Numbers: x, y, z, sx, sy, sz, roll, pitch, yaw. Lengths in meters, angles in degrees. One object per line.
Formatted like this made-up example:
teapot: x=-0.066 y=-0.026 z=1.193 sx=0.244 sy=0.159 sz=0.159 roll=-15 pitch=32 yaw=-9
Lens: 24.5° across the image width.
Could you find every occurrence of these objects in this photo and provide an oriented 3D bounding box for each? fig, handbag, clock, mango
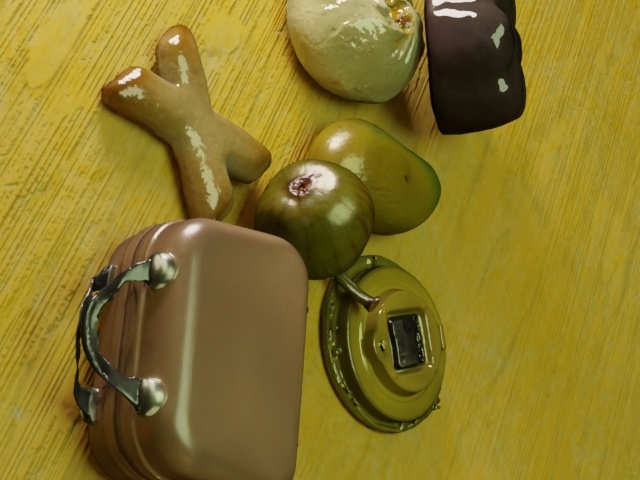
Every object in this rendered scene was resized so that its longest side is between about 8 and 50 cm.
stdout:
fig: x=0.003 y=-0.015 z=1.776 sx=0.186 sy=0.148 sz=0.142 roll=60 pitch=43 yaw=-67
handbag: x=-0.148 y=0.120 z=1.553 sx=0.283 sy=0.149 sz=0.302 roll=24 pitch=63 yaw=-45
clock: x=0.096 y=0.129 z=1.890 sx=0.237 sy=0.057 sz=0.237 roll=17 pitch=67 yaw=-46
mango: x=0.073 y=-0.073 z=1.900 sx=0.237 sy=0.091 sz=0.137 roll=28 pitch=65 yaw=-40

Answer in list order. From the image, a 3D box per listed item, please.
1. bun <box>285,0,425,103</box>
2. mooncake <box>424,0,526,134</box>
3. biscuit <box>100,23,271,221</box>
bun: x=0.061 y=-0.283 z=1.921 sx=0.222 sy=0.127 sz=0.222 roll=15 pitch=68 yaw=-42
mooncake: x=0.204 y=-0.260 z=2.006 sx=0.245 sy=0.133 sz=0.245 roll=-7 pitch=90 yaw=-78
biscuit: x=-0.146 y=-0.132 z=1.704 sx=0.208 sy=0.047 sz=0.164 roll=57 pitch=43 yaw=-19
